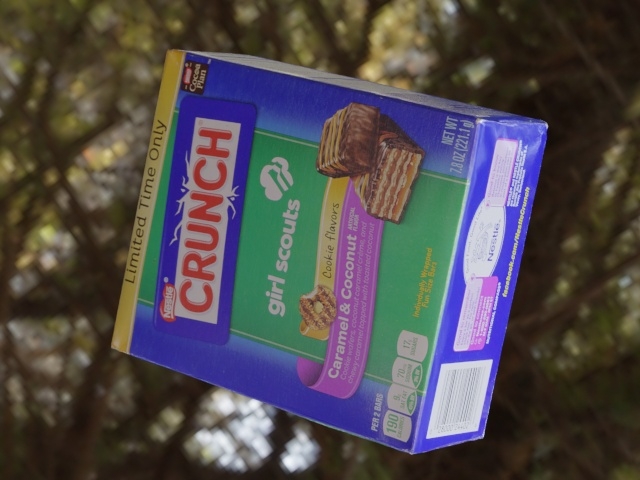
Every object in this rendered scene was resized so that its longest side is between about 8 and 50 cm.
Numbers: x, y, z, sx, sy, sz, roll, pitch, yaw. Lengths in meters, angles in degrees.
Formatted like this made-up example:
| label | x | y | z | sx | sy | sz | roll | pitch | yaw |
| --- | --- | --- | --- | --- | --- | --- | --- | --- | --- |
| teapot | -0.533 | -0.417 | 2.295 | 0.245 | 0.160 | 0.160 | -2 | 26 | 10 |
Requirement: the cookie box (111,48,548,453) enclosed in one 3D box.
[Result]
| label | x | y | z | sx | sy | sz | roll | pitch | yaw |
| --- | --- | --- | --- | --- | --- | --- | --- | --- | --- |
| cookie box | 0.000 | 0.000 | 0.502 | 0.107 | 0.091 | 0.040 | 16 | -172 | 34 |
